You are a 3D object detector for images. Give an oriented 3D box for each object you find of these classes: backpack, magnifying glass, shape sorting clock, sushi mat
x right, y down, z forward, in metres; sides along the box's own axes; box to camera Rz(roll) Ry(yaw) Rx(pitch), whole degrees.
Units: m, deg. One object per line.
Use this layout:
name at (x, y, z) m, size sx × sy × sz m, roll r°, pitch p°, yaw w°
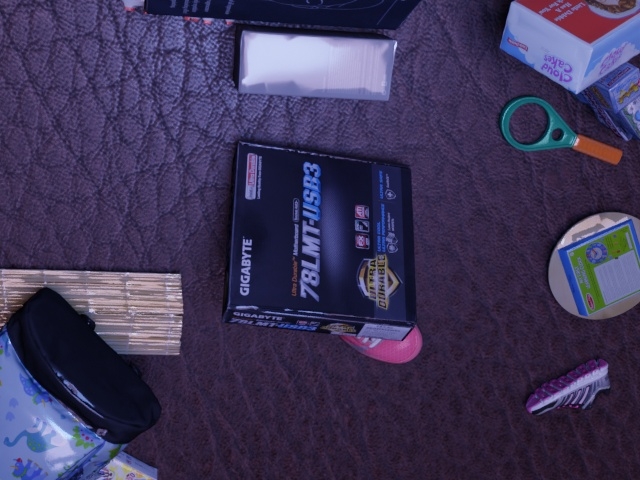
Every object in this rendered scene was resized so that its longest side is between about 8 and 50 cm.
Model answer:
backpack at (-0.484, 0.305, 1.586) m, size 0.355 × 0.273 × 0.290 m, roll -39°, pitch 94°, yaw 26°
magnifying glass at (0.411, -0.179, 1.710) m, size 0.230 × 0.026 × 0.092 m, roll 18°, pitch 102°, yaw -13°
shape sorting clock at (0.504, 0.045, 1.783) m, size 0.206 × 0.040 × 0.206 m, roll -4°, pitch 111°, yaw -10°
sushi mat at (-0.387, 0.120, 1.660) m, size 0.316 × 0.019 × 0.152 m, roll 2°, pitch 107°, yaw -10°

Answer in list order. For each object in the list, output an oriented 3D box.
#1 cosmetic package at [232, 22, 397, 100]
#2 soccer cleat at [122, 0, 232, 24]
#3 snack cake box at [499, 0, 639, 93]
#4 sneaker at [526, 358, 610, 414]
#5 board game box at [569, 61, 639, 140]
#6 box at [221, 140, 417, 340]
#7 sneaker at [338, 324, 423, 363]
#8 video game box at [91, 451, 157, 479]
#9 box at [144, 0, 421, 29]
cosmetic package at (-0.015, -0.276, 1.551) m, size 0.237 × 0.127 × 0.107 m, roll 4°, pitch 106°, yaw -13°
soccer cleat at (-0.208, -0.374, 1.520) m, size 0.196 × 0.068 × 0.076 m, roll 8°, pitch 102°, yaw -9°
snack cake box at (0.421, -0.342, 1.529) m, size 0.264 × 0.152 × 0.089 m, roll -32°, pitch 148°, yaw -30°
sneaker at (0.462, 0.287, 1.836) m, size 0.170 × 0.063 × 0.075 m, roll -27°, pitch 103°, yaw -6°
board game box at (0.469, -0.233, 1.612) m, size 0.060 × 0.194 × 0.194 m, roll -39°, pitch 109°, yaw 3°
box at (0.000, 0.000, 1.575) m, size 0.293 × 0.073 × 0.296 m, roll 8°, pitch 62°, yaw -12°
sneaker at (0.050, 0.125, 1.677) m, size 0.313 × 0.136 × 0.116 m, roll 37°, pitch 98°, yaw -18°
video game box at (-0.416, 0.444, 1.739) m, size 0.187 × 0.048 × 0.205 m, roll 32°, pitch 98°, yaw -19°
box at (-0.042, -0.442, 1.381) m, size 0.395 × 0.293 × 0.212 m, roll 2°, pitch 85°, yaw -11°
